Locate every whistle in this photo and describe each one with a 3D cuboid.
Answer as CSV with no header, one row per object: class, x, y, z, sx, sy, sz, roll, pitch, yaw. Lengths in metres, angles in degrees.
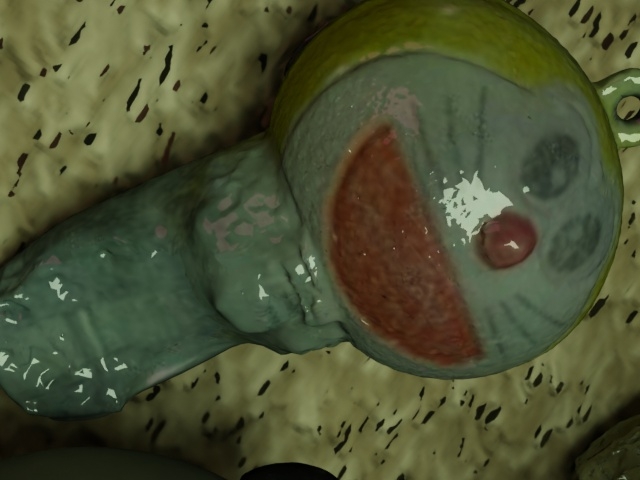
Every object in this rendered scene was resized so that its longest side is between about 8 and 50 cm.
whistle,0.000,0.000,0.469,0.223,0.123,0.123,-22,114,2

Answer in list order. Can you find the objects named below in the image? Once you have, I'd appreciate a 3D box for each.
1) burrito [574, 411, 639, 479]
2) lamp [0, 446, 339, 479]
burrito,0.200,0.046,0.587,0.229,0.058,0.063,-29,117,-11
lamp,-0.078,0.176,0.457,0.197,0.198,0.244,5,119,-22
